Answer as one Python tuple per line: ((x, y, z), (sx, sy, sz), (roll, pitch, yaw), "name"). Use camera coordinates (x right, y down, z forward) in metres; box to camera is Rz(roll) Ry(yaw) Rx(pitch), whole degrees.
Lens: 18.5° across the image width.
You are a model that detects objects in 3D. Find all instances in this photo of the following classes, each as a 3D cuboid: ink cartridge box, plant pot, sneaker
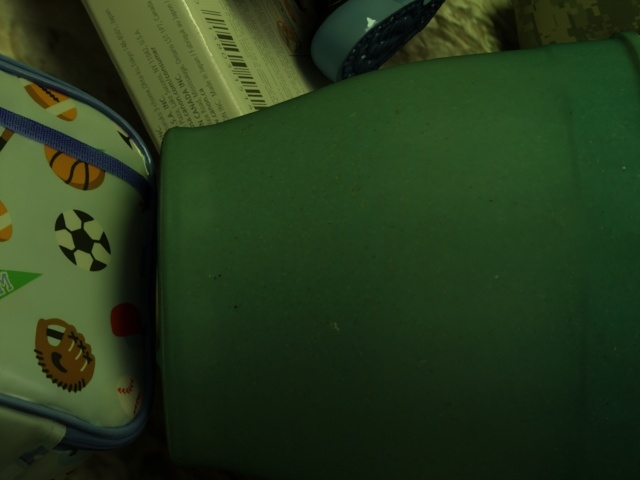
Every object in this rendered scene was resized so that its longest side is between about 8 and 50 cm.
((-0.082, -0.175, 1.252), (0.296, 0.066, 0.261), (63, 18, 5), "ink cartridge box")
((0.042, 0.028, 1.048), (0.255, 0.271, 0.271), (-2, 61, -1), "plant pot")
((0.026, -0.172, 1.331), (0.090, 0.081, 0.232), (38, 25, 4), "sneaker")

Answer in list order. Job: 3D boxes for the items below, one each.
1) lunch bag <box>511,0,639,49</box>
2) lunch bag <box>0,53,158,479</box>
((0.313, -0.104, 1.500), (0.305, 0.212, 0.256), (-4, 86, -45), "lunch bag")
((-0.223, -0.014, 0.984), (0.303, 0.115, 0.243), (26, 48, -33), "lunch bag")
